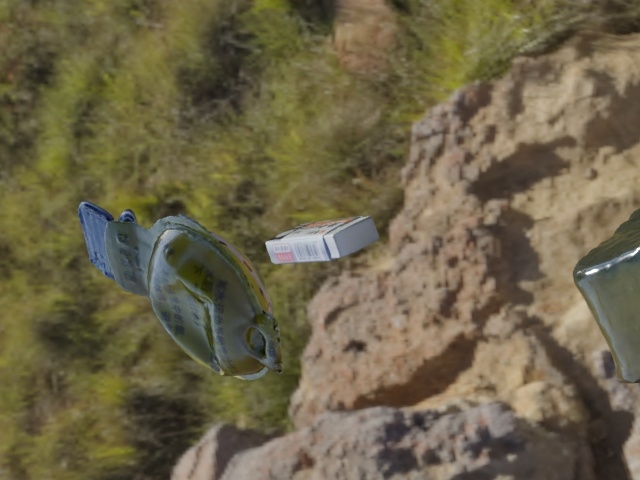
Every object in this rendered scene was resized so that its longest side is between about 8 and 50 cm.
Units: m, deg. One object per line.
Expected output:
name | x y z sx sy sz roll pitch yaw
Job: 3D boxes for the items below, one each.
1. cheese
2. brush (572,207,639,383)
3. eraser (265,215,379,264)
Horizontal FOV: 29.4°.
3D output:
cheese | -0.117 0.033 1.003 0.250 0.064 0.156 27 136 35
brush | 0.190 -0.018 0.482 0.123 0.197 0.059 -26 95 42
eraser | 0.000 0.000 1.164 0.122 0.052 0.029 -5 108 56
